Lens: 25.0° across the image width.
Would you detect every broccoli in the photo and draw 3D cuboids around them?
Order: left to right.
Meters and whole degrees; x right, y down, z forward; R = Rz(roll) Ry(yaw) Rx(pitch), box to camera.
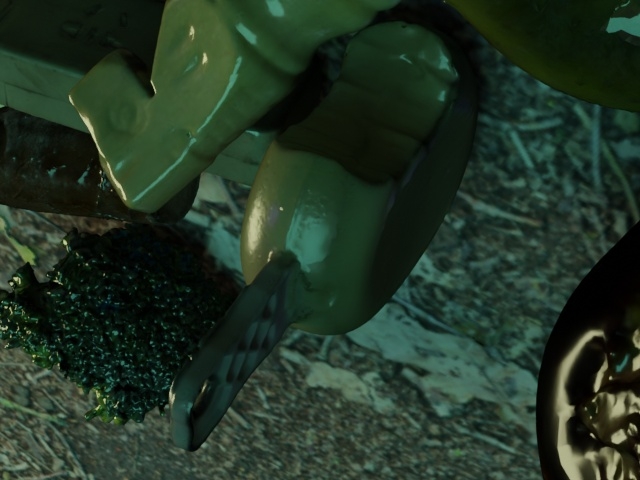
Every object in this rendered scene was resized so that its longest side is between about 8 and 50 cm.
[{"bbox_3d":[-0.147,0.063,1.061,0.155,0.167,0.160,64,167,8],"label":"broccoli"}]

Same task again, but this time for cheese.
[{"bbox_3d":[0.000,0.000,0.783,0.082,0.286,0.163,22,136,17],"label":"cheese"}]

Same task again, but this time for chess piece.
[{"bbox_3d":[-0.051,-0.105,0.791,0.200,0.090,0.090,-41,107,17],"label":"chess piece"}]

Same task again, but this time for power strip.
[{"bbox_3d":[-0.145,-0.114,0.894,0.288,0.093,0.053,19,136,11],"label":"power strip"}]

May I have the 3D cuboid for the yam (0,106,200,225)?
[{"bbox_3d":[-0.157,-0.051,0.975,0.141,0.079,0.079,9,135,20],"label":"yam"}]

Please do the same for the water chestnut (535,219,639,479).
[{"bbox_3d":[0.289,0.109,0.747,0.302,0.350,0.350,12,148,-32],"label":"water chestnut"}]

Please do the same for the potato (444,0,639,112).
[{"bbox_3d":[0.135,-0.152,0.670,0.248,0.143,0.169,29,135,-12],"label":"potato"}]
